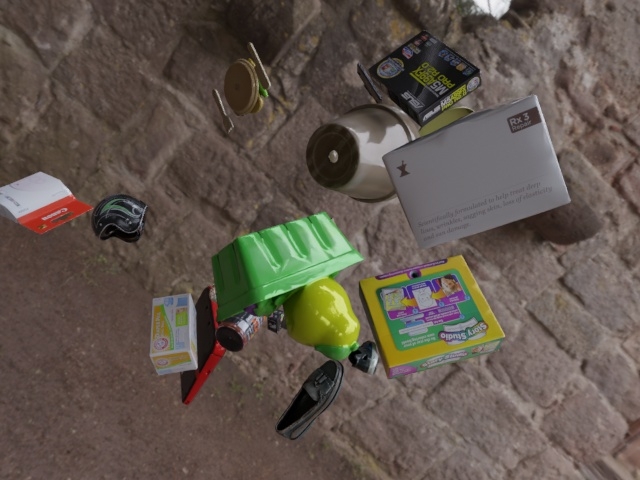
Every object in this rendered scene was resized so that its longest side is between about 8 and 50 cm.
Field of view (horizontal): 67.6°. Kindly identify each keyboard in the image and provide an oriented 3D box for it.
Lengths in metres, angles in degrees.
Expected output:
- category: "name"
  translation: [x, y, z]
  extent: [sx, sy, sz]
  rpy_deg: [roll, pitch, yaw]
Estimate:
- category: "keyboard"
  translation: [0.199, -0.620, 1.920]
  extent: [0.180, 0.023, 0.108]
  rpy_deg: [60, 1, 8]

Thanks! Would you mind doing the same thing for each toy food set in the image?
- category: "toy food set"
  translation: [-0.175, -0.349, 1.104]
  extent: [0.038, 0.192, 0.133]
  rpy_deg: [-15, 79, -45]

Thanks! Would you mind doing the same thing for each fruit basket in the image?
- category: "fruit basket"
  translation: [-0.054, 0.140, 1.222]
  extent: [0.391, 0.283, 0.393]
  rpy_deg: [14, 64, -31]

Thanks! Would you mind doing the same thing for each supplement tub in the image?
- category: "supplement tub"
  translation: [-0.237, 0.249, 1.496]
  extent: [0.106, 0.106, 0.198]
  rpy_deg: [44, 35, -6]

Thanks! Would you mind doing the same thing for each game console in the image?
- category: "game console"
  translation: [-0.479, 0.404, 1.924]
  extent: [0.060, 0.342, 0.387]
  rpy_deg: [19, 24, -28]

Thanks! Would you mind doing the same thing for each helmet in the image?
- category: "helmet"
  translation: [-0.678, -0.074, 1.606]
  extent: [0.161, 0.170, 0.169]
  rpy_deg: [14, 20, -13]

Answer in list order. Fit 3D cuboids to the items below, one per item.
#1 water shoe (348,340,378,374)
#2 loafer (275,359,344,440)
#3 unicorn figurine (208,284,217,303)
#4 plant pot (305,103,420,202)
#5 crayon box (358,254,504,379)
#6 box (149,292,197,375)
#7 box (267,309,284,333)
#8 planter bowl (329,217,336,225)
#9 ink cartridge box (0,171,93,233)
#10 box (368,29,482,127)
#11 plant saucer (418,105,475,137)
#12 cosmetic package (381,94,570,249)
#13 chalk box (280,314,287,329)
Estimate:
- category: "water shoe"
  translation: [0.124, 0.339, 1.442]
  extent: [0.080, 0.073, 0.203]
  rpy_deg: [19, 0, -2]
- category: "loafer"
  translation: [-0.030, 0.459, 1.380]
  extent: [0.096, 0.268, 0.084]
  rpy_deg: [33, -2, 42]
- category: "unicorn figurine"
  translation: [-0.323, 0.196, 1.589]
  extent: [0.162, 0.060, 0.111]
  rpy_deg: [45, 52, -43]
- category: "plant pot"
  translation: [0.107, -0.263, 1.475]
  extent: [0.323, 0.323, 0.280]
  rpy_deg: [49, 33, 17]
- category: "crayon box"
  translation: [0.336, 0.235, 1.513]
  extent: [0.106, 0.362, 0.313]
  rpy_deg: [83, -8, -53]
- category: "box"
  translation: [-0.420, 0.267, 1.376]
  extent: [0.103, 0.114, 0.203]
  rpy_deg: [90, -12, -45]
- category: "box"
  translation: [-0.189, 0.339, 2.026]
  extent: [0.052, 0.083, 0.062]
  rpy_deg: [20, 43, 19]
- category: "planter bowl"
  translation: [0.000, 0.000, 1.751]
  extent: [0.109, 0.162, 0.162]
  rpy_deg: [62, 10, -6]
- category: "ink cartridge box"
  translation: [-0.831, -0.117, 1.416]
  extent: [0.232, 0.066, 0.189]
  rpy_deg: [17, 35, 22]
- category: "box"
  translation: [0.302, -0.483, 1.409]
  extent: [0.270, 0.216, 0.060]
  rpy_deg: [56, 0, 35]
- category: "plant saucer"
  translation: [0.472, -0.427, 1.813]
  extent: [0.241, 0.240, 0.037]
  rpy_deg: [29, 38, -54]
- category: "cosmetic package"
  translation: [0.258, -0.130, 0.804]
  extent: [0.156, 0.217, 0.385]
  rpy_deg: [67, 24, -9]
- category: "chalk box"
  translation: [-0.069, 0.279, 1.863]
  extent: [0.132, 0.213, 0.132]
  rpy_deg: [20, 45, 1]
